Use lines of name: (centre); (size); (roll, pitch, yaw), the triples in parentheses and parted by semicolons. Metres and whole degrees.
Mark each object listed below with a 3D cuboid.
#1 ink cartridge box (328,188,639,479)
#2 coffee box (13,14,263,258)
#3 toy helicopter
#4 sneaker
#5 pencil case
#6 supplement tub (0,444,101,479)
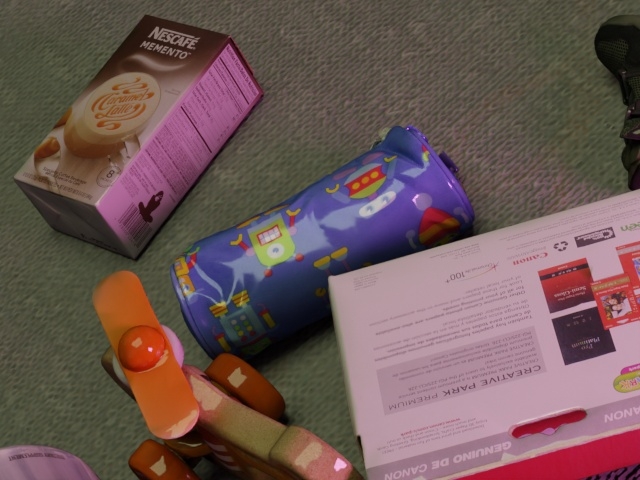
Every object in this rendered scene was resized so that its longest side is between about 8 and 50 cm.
ink cartridge box: (0.181, 0.118, 1.640); (0.309, 0.130, 0.272); (-16, 40, 6)
coffee box: (-0.195, -0.116, 2.121); (0.141, 0.098, 0.246); (18, 63, 38)
toy helicopter: (-0.083, 0.149, 1.689); (0.140, 0.235, 0.355); (-48, 31, -16)
sneaker: (0.309, -0.129, 1.860); (0.130, 0.087, 0.227); (-34, 49, -10)
pencil case: (0.000, 0.000, 1.895); (0.306, 0.119, 0.133); (-31, 67, 2)
supplement tub: (-0.218, 0.347, 1.654); (0.207, 0.207, 0.338); (-37, 45, -5)
